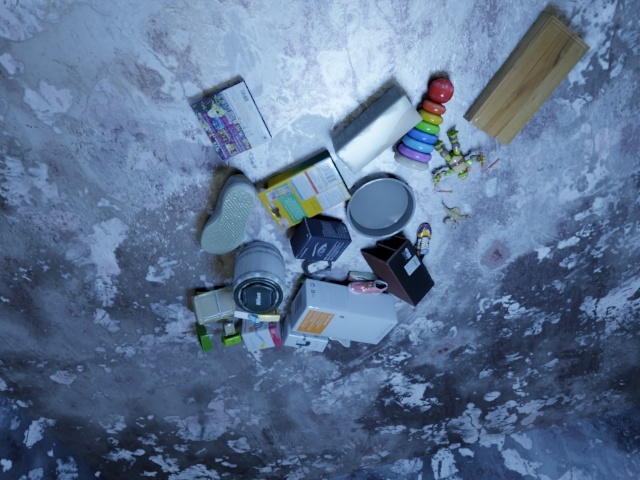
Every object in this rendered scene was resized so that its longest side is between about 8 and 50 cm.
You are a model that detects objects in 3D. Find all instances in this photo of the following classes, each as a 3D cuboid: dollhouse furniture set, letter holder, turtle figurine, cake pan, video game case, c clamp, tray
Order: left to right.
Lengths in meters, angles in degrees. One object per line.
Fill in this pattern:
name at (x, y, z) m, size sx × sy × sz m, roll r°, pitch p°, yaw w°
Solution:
dollhouse furniture set at (-0.508, 0.353, 2.006) m, size 0.198 × 0.151 × 0.301 m, roll -13°, pitch 109°, yaw -22°
video game case at (-0.319, -0.432, 1.505) m, size 0.211 × 0.041 × 0.232 m, roll -21°, pitch 123°, yaw 8°
c clamp at (-0.015, 0.137, 1.932) m, size 0.161 × 0.022 × 0.137 m, roll -26°, pitch 115°, yaw 5°
cake pan at (0.253, -0.142, 1.757) m, size 0.294 × 0.054 × 0.292 m, roll -3°, pitch 124°, yaw -4°
letter holder at (0.351, 0.126, 1.910) m, size 0.152 × 0.215 × 0.301 m, roll -45°, pitch 122°, yaw -14°
turtle figurine at (0.548, -0.325, 1.645) m, size 0.270 × 0.087 × 0.217 m, roll -25°, pitch 116°, yaw 21°
tray at (0.740, -0.568, 1.509) m, size 0.203 × 0.076 × 0.410 m, roll 24°, pitch 118°, yaw -21°

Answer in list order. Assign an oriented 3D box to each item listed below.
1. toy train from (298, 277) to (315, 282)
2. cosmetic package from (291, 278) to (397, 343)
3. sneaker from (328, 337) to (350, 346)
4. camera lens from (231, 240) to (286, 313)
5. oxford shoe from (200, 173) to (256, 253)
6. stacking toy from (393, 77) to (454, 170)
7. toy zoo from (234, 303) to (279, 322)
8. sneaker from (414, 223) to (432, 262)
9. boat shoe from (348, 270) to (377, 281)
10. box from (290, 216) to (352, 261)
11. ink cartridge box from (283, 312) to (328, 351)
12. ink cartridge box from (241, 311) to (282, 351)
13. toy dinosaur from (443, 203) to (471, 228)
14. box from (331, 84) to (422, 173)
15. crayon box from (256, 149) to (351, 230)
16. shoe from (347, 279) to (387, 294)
toy train at (-0.065, 0.192, 1.967) m, size 0.084 × 0.023 × 0.017 m, roll -3°, pitch 124°, yaw -4°
cosmetic package at (0.107, 0.346, 1.975) m, size 0.454 × 0.161 × 0.230 m, roll 12°, pitch 135°, yaw -17°
sneaker at (0.088, 0.523, 2.201) m, size 0.158 × 0.061 × 0.065 m, roll 33°, pitch 142°, yaw -24°
camera lens at (-0.260, 0.159, 1.772) m, size 0.220 × 0.274 × 0.219 m, roll -3°, pitch 124°, yaw -4°
oxford shoe at (-0.370, -0.097, 1.687) m, size 0.169 × 0.129 × 0.449 m, roll 14°, pitch 136°, yaw -22°
stacking toy at (0.395, -0.435, 1.542) m, size 0.141 × 0.141 × 0.329 m, roll 13°, pitch 115°, yaw -14°
toy zoo at (-0.283, 0.290, 1.850) m, size 0.193 × 0.293 × 0.030 m, roll 8°, pitch 107°, yaw -12°
sneaker at (0.468, 0.017, 1.869) m, size 0.070 × 0.083 × 0.185 m, roll -1°, pitch 124°, yaw -5°
boat shoe at (0.200, 0.178, 1.972) m, size 0.137 × 0.049 × 0.043 m, roll 7°, pitch 126°, yaw -8°
box at (0.000, 0.000, 1.745) m, size 0.207 × 0.108 × 0.153 m, roll 8°, pitch 137°, yaw -32°
ink cartridge box at (-0.078, 0.458, 2.070) m, size 0.209 × 0.153 × 0.086 m, roll 15°, pitch 122°, yaw -14°
ink cartridge box at (-0.289, 0.448, 2.054) m, size 0.177 × 0.128 × 0.127 m, roll -12°, pitch 124°, yaw 2°
toy dinosaur at (0.578, -0.108, 1.828) m, size 0.183 × 0.053 × 0.092 m, roll 21°, pitch 104°, yaw -27°
box at (0.198, -0.404, 1.519) m, size 0.311 × 0.147 × 0.121 m, roll -37°, pitch 120°, yaw 20°
crayon box at (-0.066, -0.198, 1.667) m, size 0.323 × 0.083 × 0.203 m, roll -25°, pitch 123°, yaw 10°
shoe at (0.221, 0.212, 1.926) m, size 0.178 × 0.063 × 0.081 m, roll 8°, pitch 150°, yaw -22°
